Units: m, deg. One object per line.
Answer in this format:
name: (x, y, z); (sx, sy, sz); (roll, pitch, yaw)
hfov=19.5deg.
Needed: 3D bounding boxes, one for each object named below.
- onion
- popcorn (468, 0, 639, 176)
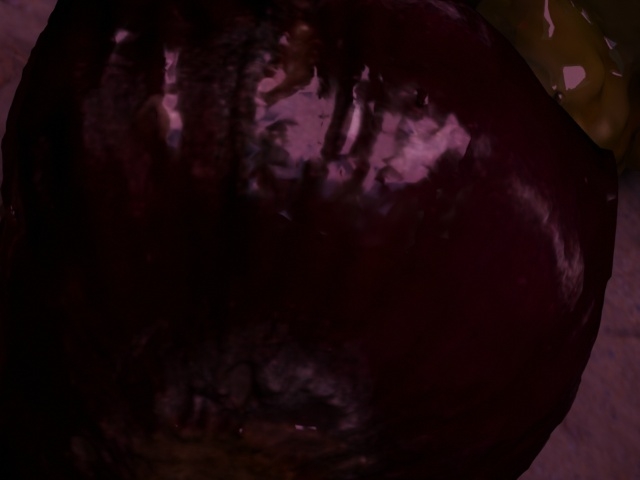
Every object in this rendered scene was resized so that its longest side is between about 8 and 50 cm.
onion: (0.001, -0.004, 0.651); (0.206, 0.207, 0.216); (8, 45, 1)
popcorn: (0.199, -0.184, 0.950); (0.274, 0.279, 0.335); (54, 25, -17)
